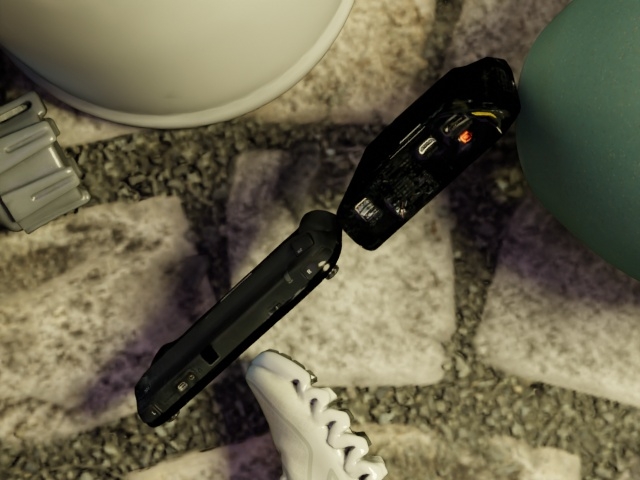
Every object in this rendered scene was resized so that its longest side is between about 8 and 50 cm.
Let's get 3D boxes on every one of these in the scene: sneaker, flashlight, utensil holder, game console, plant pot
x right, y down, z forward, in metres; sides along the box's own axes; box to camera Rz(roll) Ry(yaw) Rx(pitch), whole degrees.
[{"bbox_3d":[0.014,0.215,0.859,0.118,0.110,0.292,-31,77,-1],"label":"sneaker"},{"bbox_3d":[-0.327,0.007,0.891,0.304,0.103,0.103,-26,60,-5],"label":"flashlight"},{"bbox_3d":[-0.126,-0.258,0.758,0.327,0.385,0.328,0,88,0],"label":"utensil holder"},{"bbox_3d":[0.000,0.000,0.851,0.361,0.213,0.044,-42,96,16],"label":"game console"},{"bbox_3d":[0.255,-0.089,0.827,0.195,0.290,0.290,4,86,37],"label":"plant pot"}]
